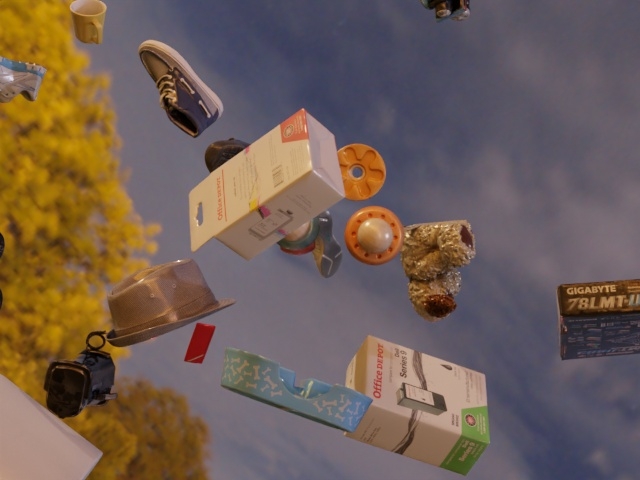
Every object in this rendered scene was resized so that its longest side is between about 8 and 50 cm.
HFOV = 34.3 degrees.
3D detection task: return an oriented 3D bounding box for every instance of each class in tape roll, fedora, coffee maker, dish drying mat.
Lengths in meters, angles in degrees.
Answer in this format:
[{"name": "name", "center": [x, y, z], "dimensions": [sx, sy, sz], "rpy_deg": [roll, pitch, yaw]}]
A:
[{"name": "tape roll", "center": [-0.411, 0.312, 1.281], "dimensions": [0.169, 0.246, 0.246], "rpy_deg": [38, -22, -1]}, {"name": "fedora", "center": [-0.323, 0.114, 2.118], "dimensions": [0.244, 0.275, 0.124], "rpy_deg": [1, -68, 71]}, {"name": "coffee maker", "center": [-0.534, 0.295, 2.288], "dimensions": [0.178, 0.120, 0.171], "rpy_deg": [14, 64, -84]}, {"name": "dish drying mat", "center": [-0.193, 0.165, 1.657], "dimensions": [0.008, 0.032, 0.083], "rpy_deg": [-96, -156, -52]}]

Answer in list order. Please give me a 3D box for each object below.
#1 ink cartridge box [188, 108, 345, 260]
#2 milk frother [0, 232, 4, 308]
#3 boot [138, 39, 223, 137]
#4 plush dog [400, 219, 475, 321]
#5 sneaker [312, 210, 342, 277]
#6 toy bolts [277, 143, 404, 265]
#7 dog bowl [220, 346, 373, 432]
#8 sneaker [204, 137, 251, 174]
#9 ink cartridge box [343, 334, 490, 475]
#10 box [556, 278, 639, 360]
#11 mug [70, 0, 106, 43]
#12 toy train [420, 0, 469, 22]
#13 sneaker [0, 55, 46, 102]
[{"name": "ink cartridge box", "center": [-0.071, -0.058, 1.279], "dimensions": [0.067, 0.198, 0.115], "rpy_deg": [38, 31, -38]}, {"name": "milk frother", "center": [-0.501, 0.035, 1.399], "dimensions": [0.135, 0.143, 0.129], "rpy_deg": [25, -14, 22]}, {"name": "boot", "center": [-0.262, -0.270, 1.838], "dimensions": [0.190, 0.086, 0.069], "rpy_deg": [41, -46, -6]}, {"name": "plush dog", "center": [0.252, 0.074, 2.361], "dimensions": [0.262, 0.210, 0.225], "rpy_deg": [-25, 111, -81]}, {"name": "sneaker", "center": [0.000, 0.000, 1.974], "dimensions": [0.061, 0.054, 0.152], "rpy_deg": [25, -45, 49]}, {"name": "toy bolts", "center": [0.022, -0.058, 1.778], "dimensions": [0.158, 0.228, 0.218], "rpy_deg": [28, 55, -87]}, {"name": "dog bowl", "center": [-0.051, 0.283, 1.942], "dimensions": [0.297, 0.074, 0.166], "rpy_deg": [22, -12, -8]}, {"name": "sneaker", "center": [-0.189, -0.174, 2.296], "dimensions": [0.130, 0.109, 0.286], "rpy_deg": [40, 8, 22]}, {"name": "ink cartridge box", "center": [0.204, 0.352, 2.225], "dimensions": [0.289, 0.211, 0.121], "rpy_deg": [19, -53, -10]}, {"name": "box", "center": [0.608, 0.152, 2.005], "dimensions": [0.295, 0.073, 0.293], "rpy_deg": [-6, -22, 12]}, {"name": "mug", "center": [-0.407, -0.376, 1.810], "dimensions": [0.078, 0.062, 0.064], "rpy_deg": [-90, -173, -50]}, {"name": "toy train", "center": [0.227, -0.472, 1.836], "dimensions": [0.105, 0.184, 0.080], "rpy_deg": [15, -25, -42]}, {"name": "sneaker", "center": [-0.591, -0.295, 1.892], "dimensions": [0.071, 0.191, 0.083], "rpy_deg": [10, -88, 45]}]
